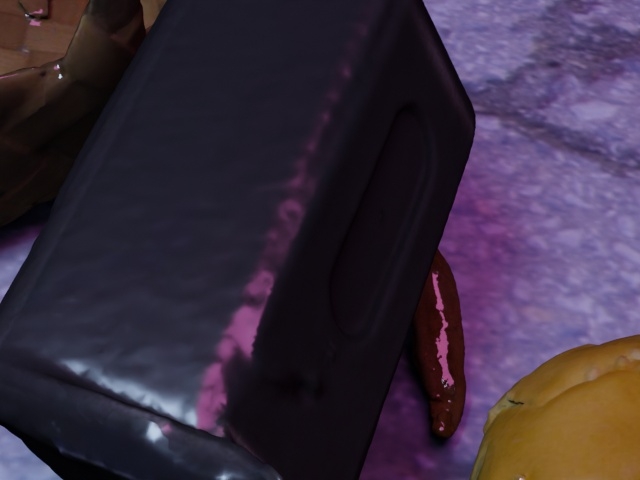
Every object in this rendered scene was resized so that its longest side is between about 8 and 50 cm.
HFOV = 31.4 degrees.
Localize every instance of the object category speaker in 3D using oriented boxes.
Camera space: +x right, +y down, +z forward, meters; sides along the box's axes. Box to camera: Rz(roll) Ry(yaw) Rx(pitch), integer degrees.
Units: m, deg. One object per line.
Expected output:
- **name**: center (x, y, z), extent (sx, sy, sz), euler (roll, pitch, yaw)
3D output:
- **speaker**: center (0.000, 0.000, 0.542), extent (0.184, 0.180, 0.388), euler (-3, 49, 30)

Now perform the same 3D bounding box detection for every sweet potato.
- **sweet potato**: center (0.053, 0.023, 0.688), extent (0.050, 0.050, 0.214), euler (-8, 53, -21)

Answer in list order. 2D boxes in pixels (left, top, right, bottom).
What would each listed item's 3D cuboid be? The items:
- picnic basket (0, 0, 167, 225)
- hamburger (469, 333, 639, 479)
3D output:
- **picnic basket**: center (-0.200, -0.195, 0.644), extent (0.337, 0.337, 0.293), euler (-32, 61, -35)
- **hamburger**: center (0.203, 0.163, 0.466), extent (0.319, 0.158, 0.318), euler (-11, 39, 9)
